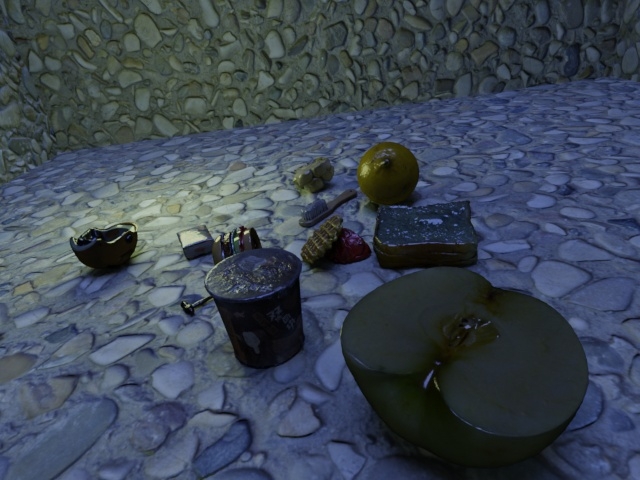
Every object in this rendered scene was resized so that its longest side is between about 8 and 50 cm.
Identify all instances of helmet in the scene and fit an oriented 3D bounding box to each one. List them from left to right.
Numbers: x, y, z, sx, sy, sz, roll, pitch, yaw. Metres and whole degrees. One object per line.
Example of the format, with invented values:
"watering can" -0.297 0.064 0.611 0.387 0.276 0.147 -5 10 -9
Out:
"helmet" -0.729 0.024 1.499 0.198 0.130 0.224 7 21 24

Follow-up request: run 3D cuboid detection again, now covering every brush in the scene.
"brush" 0.033 -0.145 1.671 0.070 0.065 0.327 12 33 39

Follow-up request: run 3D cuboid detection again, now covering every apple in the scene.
"apple" 0.247 0.186 0.756 0.360 0.320 0.312 -29 -5 -43

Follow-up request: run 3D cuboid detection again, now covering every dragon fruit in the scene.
"dragon fruit" 0.065 0.015 1.343 0.162 0.083 0.106 22 44 39

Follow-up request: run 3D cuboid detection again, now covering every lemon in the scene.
"lemon" 0.254 -0.251 1.625 0.229 0.228 0.253 5 25 25

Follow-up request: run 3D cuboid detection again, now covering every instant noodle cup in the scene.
"instant noodle cup" -0.134 0.155 0.996 0.218 0.207 0.217 -6 28 3

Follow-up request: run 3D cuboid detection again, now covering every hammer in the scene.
"hammer" -0.310 0.156 1.244 0.178 0.021 0.065 -29 33 -35

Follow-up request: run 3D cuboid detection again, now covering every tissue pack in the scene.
"tissue pack" -0.434 0.003 1.526 0.109 0.060 0.148 -19 29 -17

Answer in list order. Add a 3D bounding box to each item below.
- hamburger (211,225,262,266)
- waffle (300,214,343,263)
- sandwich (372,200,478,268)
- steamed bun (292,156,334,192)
"hamburger" -0.246 0.044 1.290 0.137 0.175 0.175 -16 28 1
"waffle" 0.004 -0.004 1.330 0.191 0.038 0.191 -44 16 16
"sandwich" 0.310 -0.022 1.318 0.301 0.099 0.271 -2 29 11
"steamed bun" -0.034 -0.276 1.894 0.192 0.106 0.177 -33 20 -17
